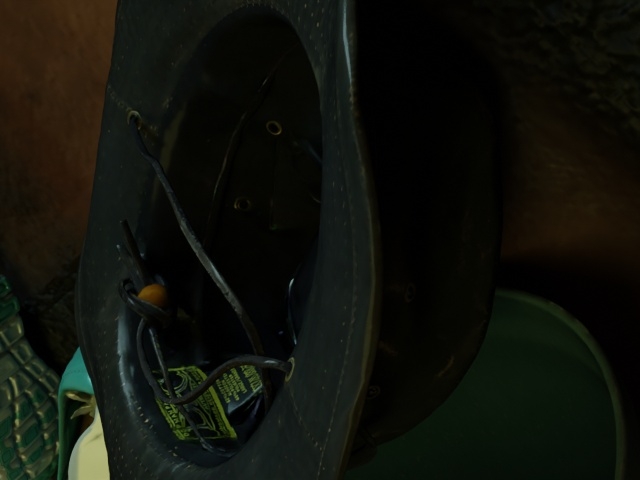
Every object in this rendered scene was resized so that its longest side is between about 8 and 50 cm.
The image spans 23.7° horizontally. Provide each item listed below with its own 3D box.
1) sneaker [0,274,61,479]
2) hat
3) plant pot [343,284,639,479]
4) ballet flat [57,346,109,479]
[{"bbox_3d":[-0.201,0.077,0.901,0.076,0.065,0.166,14,128,40],"label":"sneaker"},{"bbox_3d":[0.000,0.000,0.651,0.134,0.331,0.331,4,139,-25],"label":"hat"},{"bbox_3d":[0.062,0.194,0.701,0.293,0.293,0.196,-20,125,38],"label":"plant pot"},{"bbox_3d":[-0.124,0.143,0.879,0.083,0.087,0.247,21,132,12],"label":"ballet flat"}]
